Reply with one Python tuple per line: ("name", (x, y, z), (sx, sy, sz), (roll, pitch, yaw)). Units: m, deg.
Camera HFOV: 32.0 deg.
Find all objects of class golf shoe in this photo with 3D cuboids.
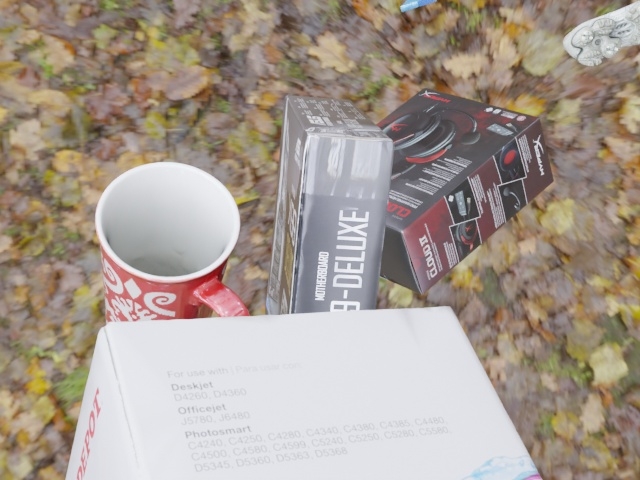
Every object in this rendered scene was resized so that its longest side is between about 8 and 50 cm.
("golf shoe", (0.402, -0.284, 1.470), (0.176, 0.086, 0.069), (-15, 108, -5))

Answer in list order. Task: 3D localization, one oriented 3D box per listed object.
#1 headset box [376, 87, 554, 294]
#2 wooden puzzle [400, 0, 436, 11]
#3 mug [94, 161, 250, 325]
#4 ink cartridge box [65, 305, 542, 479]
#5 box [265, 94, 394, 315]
("headset box", (0.125, -0.065, 1.471), (0.293, 0.218, 0.110), (-38, 127, -23))
("wooden puzzle", (0.097, -0.239, 0.973), (0.078, 0.116, 0.014), (-12, 129, 10))
("mug", (-0.129, 0.044, 0.930), (0.113, 0.169, 0.150), (-7, 59, -17))
("ink cartridge box", (-0.002, 0.195, 0.531), (0.197, 0.270, 0.198), (-2, 135, -24))
("box", (0.000, 0.000, 1.052), (0.076, 0.307, 0.242), (4, 104, -6))
